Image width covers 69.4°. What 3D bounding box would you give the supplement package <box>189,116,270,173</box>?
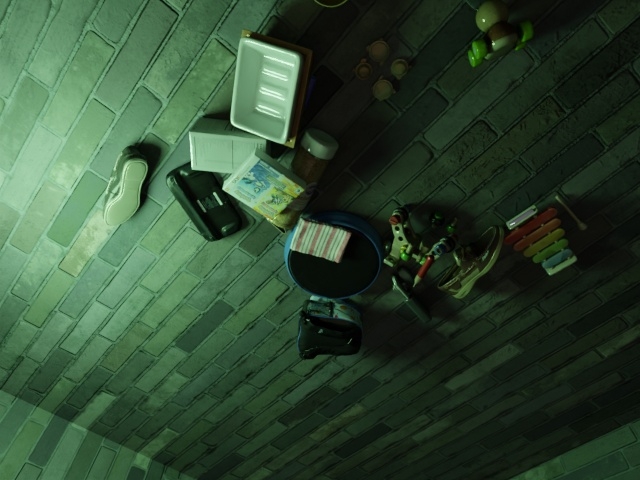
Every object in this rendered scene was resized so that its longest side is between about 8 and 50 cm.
[{"bbox_3d":[-0.291,-0.309,1.527,0.244,0.133,0.138,6,125,-2],"label":"supplement package"}]

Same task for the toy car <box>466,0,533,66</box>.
[{"bbox_3d":[0.487,-0.622,1.313,0.155,0.149,0.188,-19,92,10],"label":"toy car"}]

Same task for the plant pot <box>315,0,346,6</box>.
[{"bbox_3d":[0.030,-0.718,1.265,0.135,0.095,0.134,1,123,2],"label":"plant pot"}]

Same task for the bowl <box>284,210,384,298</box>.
[{"bbox_3d":[0.052,0.071,1.798,0.392,0.077,0.390,1,124,2],"label":"bowl"}]

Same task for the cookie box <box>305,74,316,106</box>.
[{"bbox_3d":[-0.072,-0.478,1.461,0.092,0.040,0.107,20,123,-8],"label":"cookie box"}]

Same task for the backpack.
[{"bbox_3d":[0.046,0.360,1.911,0.264,0.213,0.276,10,130,6],"label":"backpack"}]

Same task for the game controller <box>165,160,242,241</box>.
[{"bbox_3d":[-0.423,-0.139,1.702,0.167,0.067,0.319,-27,120,3],"label":"game controller"}]

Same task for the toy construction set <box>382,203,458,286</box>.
[{"bbox_3d":[0.335,0.049,1.652,0.258,0.308,0.237,19,127,0],"label":"toy construction set"}]

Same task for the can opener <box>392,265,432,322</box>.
[{"bbox_3d":[0.379,0.227,1.885,0.093,0.074,0.280,-29,118,19],"label":"can opener"}]

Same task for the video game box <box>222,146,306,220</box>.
[{"bbox_3d":[-0.183,-0.179,1.508,0.205,0.048,0.187,33,130,-25],"label":"video game box"}]

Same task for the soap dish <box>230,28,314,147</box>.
[{"bbox_3d":[-0.143,-0.455,1.393,0.229,0.118,0.290,23,121,15],"label":"soap dish"}]

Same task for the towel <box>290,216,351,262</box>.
[{"bbox_3d":[0.000,0.000,1.690,0.197,0.029,0.144,15,122,-7],"label":"towel"}]

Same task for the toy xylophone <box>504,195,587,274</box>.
[{"bbox_3d":[0.826,-0.026,1.686,0.323,0.081,0.236,33,119,-21],"label":"toy xylophone"}]

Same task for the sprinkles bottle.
[{"bbox_3d":[-0.068,-0.207,1.594,0.121,0.121,0.355,23,122,-12],"label":"sprinkles bottle"}]

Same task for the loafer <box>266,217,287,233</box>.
[{"bbox_3d":[-0.168,-0.074,1.734,0.045,0.039,0.125,-37,115,24],"label":"loafer"}]

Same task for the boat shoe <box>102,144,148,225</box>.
[{"bbox_3d":[-0.705,-0.193,1.666,0.112,0.095,0.335,2,137,-42],"label":"boat shoe"}]

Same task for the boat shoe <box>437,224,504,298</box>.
[{"bbox_3d":[0.562,0.074,1.752,0.123,0.123,0.341,22,124,-8],"label":"boat shoe"}]

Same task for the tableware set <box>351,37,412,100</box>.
[{"bbox_3d":[0.187,-0.526,1.430,0.169,0.020,0.141,36,120,-21],"label":"tableware set"}]
